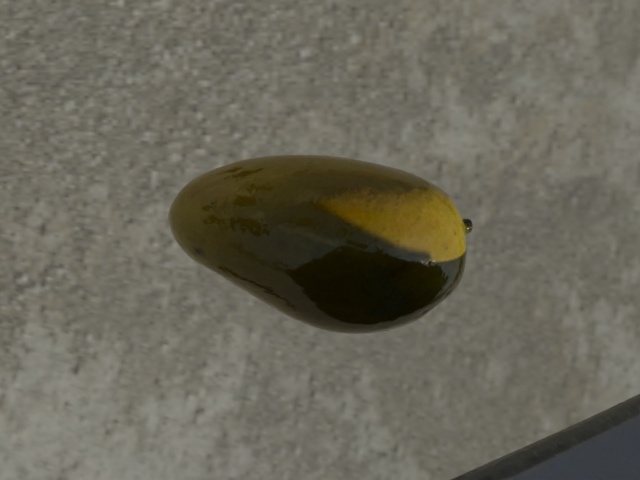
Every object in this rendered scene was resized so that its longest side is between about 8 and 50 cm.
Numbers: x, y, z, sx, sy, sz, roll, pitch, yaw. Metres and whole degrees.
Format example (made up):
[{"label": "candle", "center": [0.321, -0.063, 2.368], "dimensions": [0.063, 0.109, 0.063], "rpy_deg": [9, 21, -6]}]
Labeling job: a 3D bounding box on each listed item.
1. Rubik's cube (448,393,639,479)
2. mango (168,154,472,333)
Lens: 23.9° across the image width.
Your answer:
[{"label": "Rubik's cube", "center": [0.132, 0.254, 0.750], "dimensions": [0.255, 0.259, 0.260], "rpy_deg": [-12, 141, -54]}, {"label": "mango", "center": [0.000, 0.000, 0.797], "dimensions": [0.161, 0.103, 0.076], "rpy_deg": [12, 49, -16]}]
